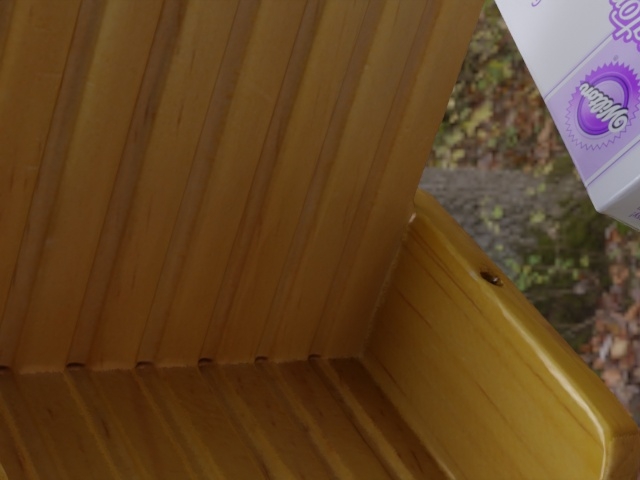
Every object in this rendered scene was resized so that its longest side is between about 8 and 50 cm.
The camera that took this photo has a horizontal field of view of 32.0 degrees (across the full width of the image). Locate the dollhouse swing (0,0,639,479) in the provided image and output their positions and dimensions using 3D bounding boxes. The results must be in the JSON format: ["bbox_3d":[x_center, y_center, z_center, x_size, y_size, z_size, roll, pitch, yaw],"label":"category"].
[{"bbox_3d":[0.000,0.000,0.446,0.315,0.347,0.305,52,123,37],"label":"dollhouse swing"}]

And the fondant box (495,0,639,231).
[{"bbox_3d":[0.250,-0.185,0.578,0.330,0.096,0.238,-46,41,32],"label":"fondant box"}]
